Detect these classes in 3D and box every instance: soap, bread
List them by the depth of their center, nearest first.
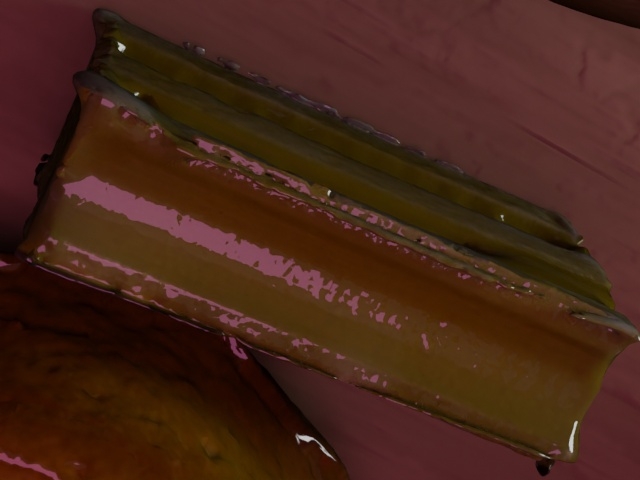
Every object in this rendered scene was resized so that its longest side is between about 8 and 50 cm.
[{"bbox_3d":[0.001,-0.002,0.596,0.233,0.135,0.076,24,107,-13],"label":"soap"},{"bbox_3d":[-0.131,0.151,0.624,0.312,0.172,0.312,-1,112,-2],"label":"bread"}]

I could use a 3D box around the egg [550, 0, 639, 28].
[{"bbox_3d":[0.132,-0.200,0.452,0.351,0.282,0.282,24,107,-14],"label":"egg"}]
